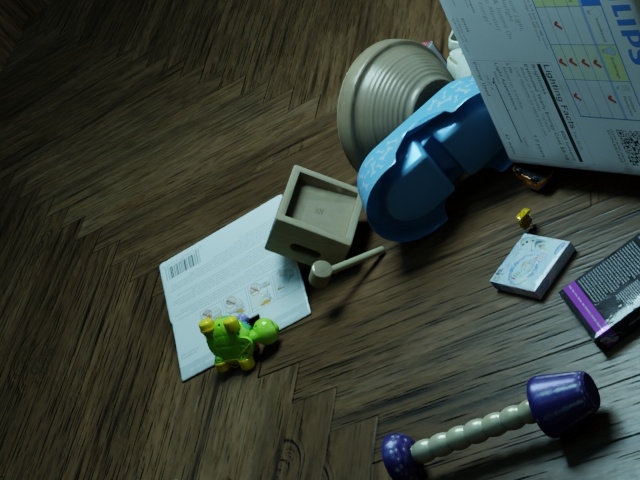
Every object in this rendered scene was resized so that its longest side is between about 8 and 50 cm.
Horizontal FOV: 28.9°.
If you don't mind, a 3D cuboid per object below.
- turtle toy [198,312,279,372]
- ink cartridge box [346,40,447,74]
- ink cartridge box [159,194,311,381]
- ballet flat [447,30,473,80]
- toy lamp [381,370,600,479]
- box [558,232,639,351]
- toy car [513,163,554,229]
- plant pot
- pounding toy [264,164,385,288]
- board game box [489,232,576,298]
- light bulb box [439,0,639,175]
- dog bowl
[{"bbox_3d":[-0.127,0.154,1.977,0.130,0.095,0.066,-8,21,31],"label":"turtle toy"},{"bbox_3d":[0.149,-0.272,2.152,0.175,0.127,0.072,4,52,51],"label":"ink cartridge box"},{"bbox_3d":[-0.135,0.086,2.098,0.275,0.060,0.238,-29,57,22],"label":"ink cartridge box"},{"bbox_3d":[0.267,-0.309,2.063,0.123,0.123,0.348,-24,32,29],"label":"ballet flat"},{"bbox_3d":[0.206,0.226,1.496,0.275,0.080,0.080,-28,33,29],"label":"toy lamp"},{"bbox_3d":[0.389,0.054,1.548,0.162,0.029,0.116,-38,31,9],"label":"box"},{"bbox_3d":[0.296,-0.066,1.799,0.060,0.040,0.122,14,56,31],"label":"toy car"},{"bbox_3d":[0.148,-0.198,1.956,0.110,0.237,0.237,13,61,49],"label":"plant pot"},{"bbox_3d":[0.007,0.007,1.986,0.094,0.181,0.206,114,175,-48],"label":"pounding toy"},{"bbox_3d":[0.290,0.034,1.698,0.090,0.020,0.090,-52,30,-16],"label":"board game box"},{"bbox_3d":[0.379,-0.291,1.647,0.225,0.357,0.361,-40,28,-23],"label":"light bulb box"},{"bbox_3d":[0.180,-0.129,1.874,0.297,0.166,0.074,-41,43,7],"label":"dog bowl"}]
